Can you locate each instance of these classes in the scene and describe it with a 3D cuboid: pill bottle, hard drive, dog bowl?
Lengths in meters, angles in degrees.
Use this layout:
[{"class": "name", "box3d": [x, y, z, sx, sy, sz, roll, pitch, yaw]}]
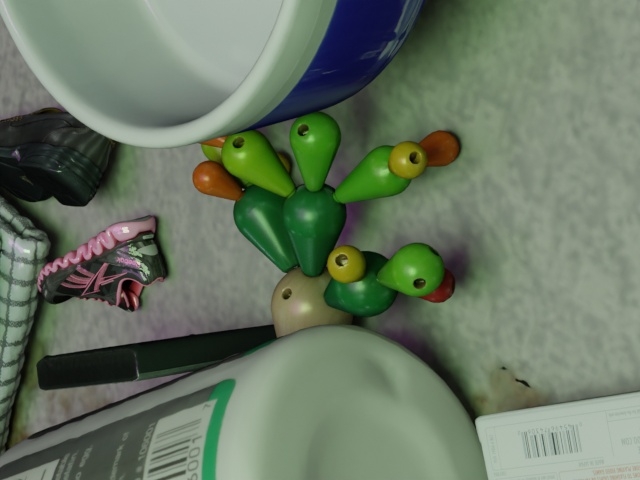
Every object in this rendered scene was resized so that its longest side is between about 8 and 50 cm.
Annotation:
[{"class": "pill bottle", "box3d": [-0.088, 0.190, 0.957, 0.361, 0.204, 0.204, -23, 77, 41]}, {"class": "hard drive", "box3d": [-0.094, 0.071, 0.999, 0.094, 0.135, 0.022, -10, 87, 43]}, {"class": "dog bowl", "box3d": [-0.065, -0.185, 0.834, 0.265, 0.104, 0.264, 16, 114, 41]}]

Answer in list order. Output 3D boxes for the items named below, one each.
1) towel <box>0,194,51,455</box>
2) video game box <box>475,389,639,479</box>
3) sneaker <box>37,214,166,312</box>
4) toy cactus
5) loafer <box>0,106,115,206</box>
[{"class": "towel", "box3d": [-0.343, 0.039, 1.221, 0.284, 0.121, 0.235, 39, 125, 33]}, {"class": "video game box", "box3d": [0.185, 0.165, 0.812, 0.205, 0.048, 0.187, -15, 81, 42]}, {"class": "sneaker", "box3d": [-0.149, 0.028, 1.113, 0.119, 0.047, 0.057, -28, 86, 41]}, {"class": "toy cactus", "box3d": [0.000, 0.000, 0.951, 0.219, 0.112, 0.180, 26, 129, 36]}, {"class": "loafer", "box3d": [-0.198, -0.065, 1.147, 0.170, 0.062, 0.061, 13, 63, 48]}]
